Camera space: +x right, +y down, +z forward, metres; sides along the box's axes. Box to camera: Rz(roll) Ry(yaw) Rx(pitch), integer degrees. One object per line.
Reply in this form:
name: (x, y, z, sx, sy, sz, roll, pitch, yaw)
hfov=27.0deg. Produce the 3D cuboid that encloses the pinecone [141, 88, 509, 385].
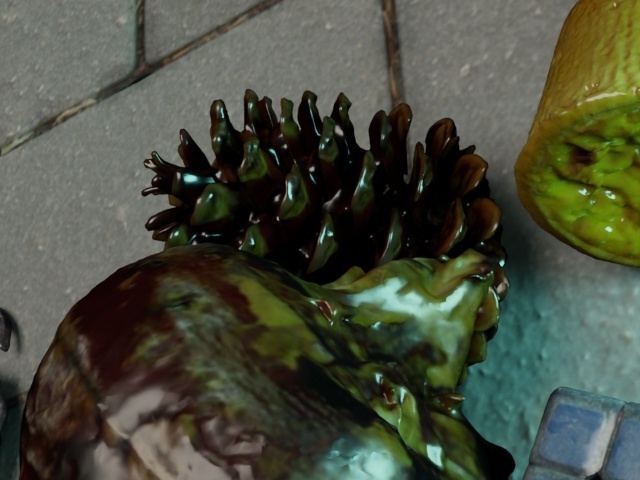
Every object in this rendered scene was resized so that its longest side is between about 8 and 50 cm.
pinecone: (0.000, 0.002, 1.014, 0.246, 0.292, 0.246, -161, 90, -76)

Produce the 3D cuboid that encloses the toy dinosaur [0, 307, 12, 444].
toy dinosaur: (-0.391, 0.193, 1.402, 0.162, 0.077, 0.294, -33, 51, 25)

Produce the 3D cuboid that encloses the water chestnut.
water chestnut: (-0.009, 0.133, 0.810, 0.347, 0.335, 0.335, -40, 47, -3)

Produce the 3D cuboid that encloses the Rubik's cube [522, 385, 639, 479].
Rubik's cube: (0.236, 0.238, 0.719, 0.237, 0.238, 0.237, 8, 74, 43)

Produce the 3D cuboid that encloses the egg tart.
egg tart: (0.236, -0.087, 0.922, 0.202, 0.202, 0.147, -20, 45, 33)
